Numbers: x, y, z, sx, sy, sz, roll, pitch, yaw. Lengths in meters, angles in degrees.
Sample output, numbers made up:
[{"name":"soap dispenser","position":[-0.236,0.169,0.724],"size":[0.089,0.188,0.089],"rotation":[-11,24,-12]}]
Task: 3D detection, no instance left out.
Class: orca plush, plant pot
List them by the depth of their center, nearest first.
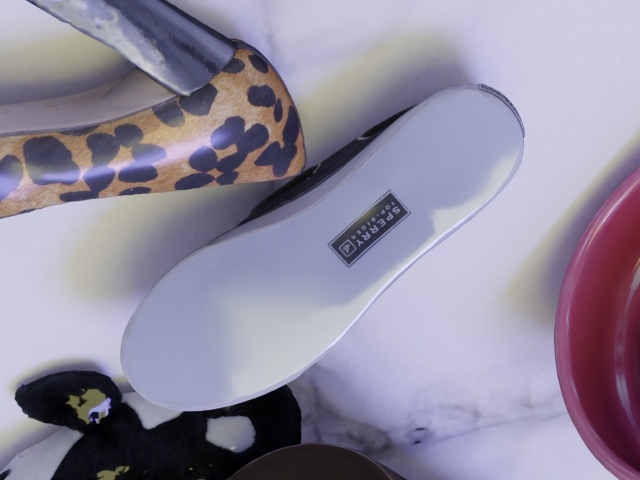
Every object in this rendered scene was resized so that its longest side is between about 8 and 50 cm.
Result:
[{"name":"orca plush","position":[-0.140,0.156,0.959],"size":[0.287,0.102,0.151],"rotation":[-8,123,-11]},{"name":"plant pot","position":[0.254,0.059,0.971],"size":[0.180,0.201,0.201],"rotation":[25,112,-44]}]

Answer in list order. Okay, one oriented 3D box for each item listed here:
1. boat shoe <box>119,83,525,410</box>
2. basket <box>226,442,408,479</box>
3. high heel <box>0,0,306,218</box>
[{"name":"boat shoe","position":[0.000,0.000,0.920],"size":[0.228,0.076,0.080],"rotation":[-40,96,3]},{"name":"basket","position":[0.032,0.210,0.976],"size":[0.204,0.154,0.227],"rotation":[-48,140,-9]},{"name":"high heel","position":[-0.134,-0.003,0.866],"size":[0.186,0.093,0.261],"rotation":[33,102,-29]}]
